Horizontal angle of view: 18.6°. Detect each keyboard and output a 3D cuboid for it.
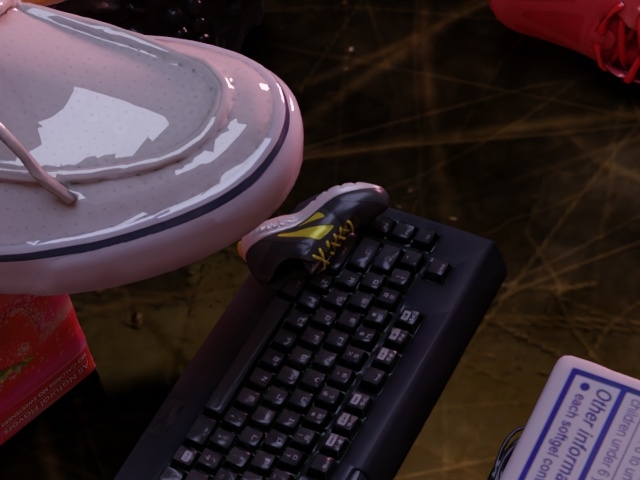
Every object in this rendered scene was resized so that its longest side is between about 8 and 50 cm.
[{"bbox_3d":[0.004,0.119,0.951,0.201,0.033,0.317,21,61,20],"label":"keyboard"}]

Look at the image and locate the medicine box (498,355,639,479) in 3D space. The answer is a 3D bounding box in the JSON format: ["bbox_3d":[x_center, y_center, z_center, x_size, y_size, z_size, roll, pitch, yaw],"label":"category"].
[{"bbox_3d":[0.176,0.229,0.778,0.289,0.149,0.263,20,60,20],"label":"medicine box"}]

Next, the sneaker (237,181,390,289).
[{"bbox_3d":[0.000,0.000,1.009,0.083,0.031,0.035,-26,56,6],"label":"sneaker"}]

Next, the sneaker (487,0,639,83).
[{"bbox_3d":[0.192,-0.098,1.043,0.221,0.087,0.128,5,55,12],"label":"sneaker"}]

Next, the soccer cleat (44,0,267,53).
[{"bbox_3d":[-0.177,-0.101,1.087,0.318,0.109,0.116,-32,53,-11],"label":"soccer cleat"}]

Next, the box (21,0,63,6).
[{"bbox_3d":[-0.299,-0.212,1.049,0.345,0.215,0.168,-14,24,10],"label":"box"}]

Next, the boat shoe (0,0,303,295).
[{"bbox_3d":[-0.195,-0.076,0.878,0.367,0.156,0.136,4,56,11],"label":"boat shoe"}]

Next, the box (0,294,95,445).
[{"bbox_3d":[-0.251,0.073,0.957,0.257,0.128,0.122,-39,59,-19],"label":"box"}]
